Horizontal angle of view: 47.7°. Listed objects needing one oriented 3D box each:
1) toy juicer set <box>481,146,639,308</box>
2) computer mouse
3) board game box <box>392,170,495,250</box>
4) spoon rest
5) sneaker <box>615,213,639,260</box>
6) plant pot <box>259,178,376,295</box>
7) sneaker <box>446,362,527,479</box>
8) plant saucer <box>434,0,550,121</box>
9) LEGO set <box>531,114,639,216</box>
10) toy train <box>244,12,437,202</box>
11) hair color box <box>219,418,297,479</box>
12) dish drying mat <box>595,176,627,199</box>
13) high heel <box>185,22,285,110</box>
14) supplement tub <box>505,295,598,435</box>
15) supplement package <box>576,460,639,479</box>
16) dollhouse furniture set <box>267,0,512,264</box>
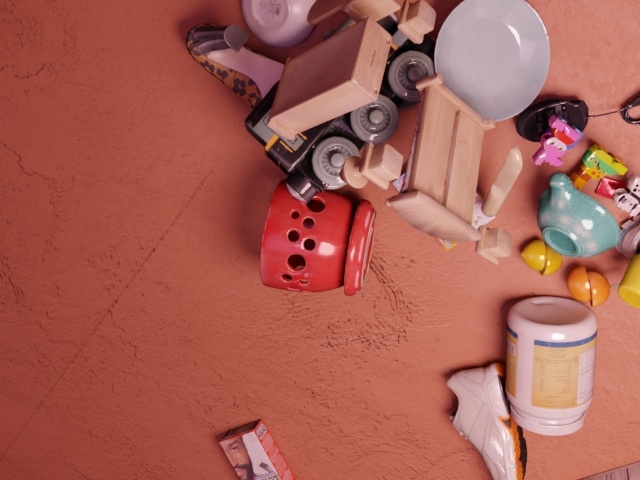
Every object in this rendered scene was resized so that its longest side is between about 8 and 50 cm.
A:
[{"bbox_3d":[0.378,-0.022,1.139,0.329,0.209,0.089,43,72,-6],"label":"toy juicer set"},{"bbox_3d":[0.427,-0.203,1.126,0.242,0.041,0.071,-8,127,12],"label":"computer mouse"},{"bbox_3d":[0.212,-0.073,1.240,0.103,0.026,0.154,-38,94,24],"label":"board game box"},{"bbox_3d":[-0.053,-0.448,1.176,0.137,0.084,0.276,23,127,10],"label":"spoon rest"},{"bbox_3d":[0.541,-0.035,1.116,0.071,0.083,0.191,30,115,-7],"label":"sneaker"},{"bbox_3d":[0.000,0.000,1.243,0.174,0.191,0.191,10,111,10],"label":"plant pot"},{"bbox_3d":[0.304,0.351,1.331,0.121,0.099,0.262,-9,98,28],"label":"sneaker"},{"bbox_3d":[0.260,-0.282,1.118,0.195,0.037,0.195,-3,102,-13],"label":"plant saucer"},{"bbox_3d":[0.402,-0.108,1.120,0.227,0.087,0.093,29,114,-19],"label":"LEGO set"},{"bbox_3d":[0.036,-0.222,1.139,0.190,0.142,0.334,42,89,-4],"label":"toy train"},{"bbox_3d":[-0.129,0.469,1.520,0.093,0.053,0.167,-24,99,24],"label":"hair color box"},{"bbox_3d":[0.489,-0.076,1.163,0.083,0.008,0.032,20,114,10],"label":"dish drying mat"},{"bbox_3d":[-0.123,-0.273,1.269,0.093,0.186,0.261,-49,123,-14],"label":"high heel"},{"bbox_3d":[0.386,0.209,1.219,0.144,0.144,0.200,2,109,16],"label":"supplement tub"},{"bbox_3d":[0.538,0.539,1.256,0.262,0.198,0.199,-28,98,23],"label":"supplement package"},{"bbox_3d":[0.122,-0.162,1.051,0.355,0.303,0.173,31,152,-34],"label":"dollhouse furniture set"}]
